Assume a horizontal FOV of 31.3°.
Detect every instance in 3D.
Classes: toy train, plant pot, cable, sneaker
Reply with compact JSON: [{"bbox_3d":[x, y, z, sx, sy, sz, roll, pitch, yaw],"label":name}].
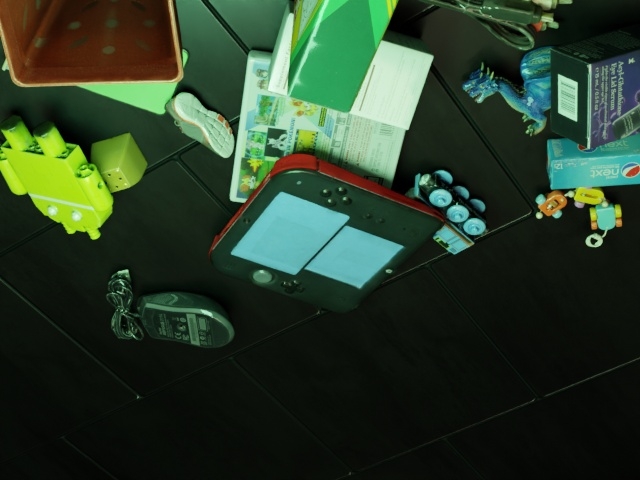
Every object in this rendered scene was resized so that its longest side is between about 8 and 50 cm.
[{"bbox_3d":[0.497,-0.063,2.188,0.166,0.046,0.125,33,126,-21],"label":"toy train"},{"bbox_3d":[-0.347,-0.417,1.762,0.267,0.235,0.267,-1,132,2],"label":"plant pot"},{"bbox_3d":[0.270,-0.400,1.905,0.287,0.072,0.139,15,148,4],"label":"cable"},{"bbox_3d":[-0.221,-0.209,2.076,0.065,0.061,0.158,-7,136,44],"label":"sneaker"},{"bbox_3d":[-0.376,-0.135,2.113,0.082,0.083,0.081,-16,129,13],"label":"plant pot"},{"bbox_3d":[0.238,-0.056,2.177,0.184,0.080,0.105,37,128,-28],"label":"toy train"}]

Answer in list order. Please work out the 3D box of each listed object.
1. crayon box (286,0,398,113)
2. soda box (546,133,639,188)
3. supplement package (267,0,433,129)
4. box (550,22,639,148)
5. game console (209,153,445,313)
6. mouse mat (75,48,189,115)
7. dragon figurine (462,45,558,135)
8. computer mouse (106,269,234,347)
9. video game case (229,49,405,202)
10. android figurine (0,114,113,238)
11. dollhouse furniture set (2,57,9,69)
[{"bbox_3d":[0.049,-0.419,1.666,0.106,0.363,0.313,14,130,-11],"label":"crayon box"},{"bbox_3d":[0.524,-0.146,2.096,0.210,0.067,0.071,-3,132,4],"label":"soda box"},{"bbox_3d":[0.045,-0.293,1.901,0.244,0.139,0.133,15,109,-9],"label":"supplement package"},{"bbox_3d":[0.494,-0.260,1.899,0.207,0.108,0.153,-19,120,-20],"label":"box"},{"bbox_3d":[0.000,0.000,2.194,0.342,0.060,0.386,23,140,-18],"label":"game console"},{"bbox_3d":[-0.340,-0.305,2.014,0.190,0.007,0.152,18,130,-16],"label":"mouse mat"},{"bbox_3d":[0.394,-0.276,1.971,0.289,0.085,0.144,-19,128,17],"label":"dragon figurine"},{"bbox_3d":[-0.302,0.146,2.378,0.272,0.072,0.188,11,134,7],"label":"computer mouse"},{"bbox_3d":[-0.001,-0.186,2.094,0.300,0.036,0.329,7,132,-5],"label":"video game case"},{"bbox_3d":[-0.486,-0.108,2.107,0.248,0.056,0.273,13,141,29],"label":"android figurine"},{"bbox_3d":[-0.642,-0.269,1.925,0.286,0.198,0.303,24,128,-19],"label":"dollhouse furniture set"}]
